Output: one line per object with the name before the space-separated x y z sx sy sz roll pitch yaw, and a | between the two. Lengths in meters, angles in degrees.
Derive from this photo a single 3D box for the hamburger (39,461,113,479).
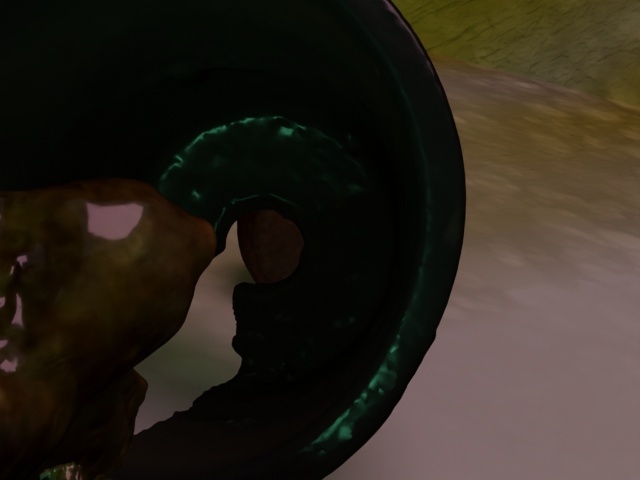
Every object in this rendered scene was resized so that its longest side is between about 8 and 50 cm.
hamburger | -0.113 0.174 0.698 0.131 0.159 0.185 13 38 -1

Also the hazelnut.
hazelnut | 0.000 0.000 1.341 0.154 0.143 0.143 25 19 2

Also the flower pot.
flower pot | -0.063 -0.014 1.043 0.379 0.379 0.251 23 1 18

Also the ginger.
ginger | -0.255 0.106 0.735 0.418 0.254 0.176 -22 69 -34
